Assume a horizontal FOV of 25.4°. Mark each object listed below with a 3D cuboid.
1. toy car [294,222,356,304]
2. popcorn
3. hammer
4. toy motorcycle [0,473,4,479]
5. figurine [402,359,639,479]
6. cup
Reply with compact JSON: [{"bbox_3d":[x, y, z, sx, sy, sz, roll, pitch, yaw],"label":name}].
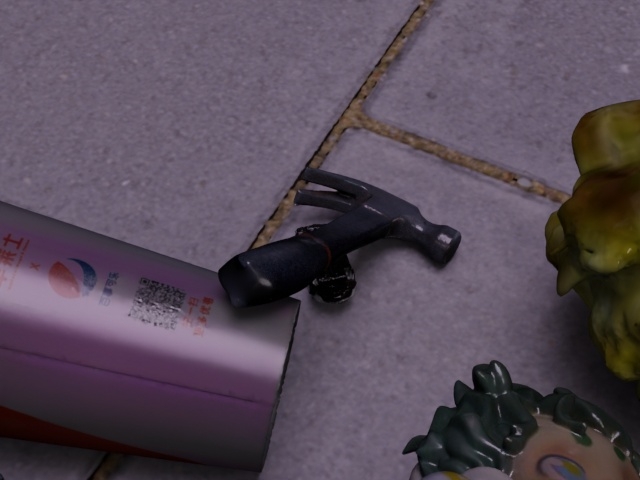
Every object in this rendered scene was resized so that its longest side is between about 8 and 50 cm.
[{"bbox_3d":[0.004,0.021,1.195,0.041,0.025,0.093,-9,46,-7],"label":"toy car"},{"bbox_3d":[0.315,0.006,1.064,0.312,0.312,0.312,1,51,-1],"label":"popcorn"},{"bbox_3d":[0.000,0.000,1.111,0.137,0.037,0.290,29,22,19],"label":"hammer"},{"bbox_3d":[-0.316,0.213,1.010,0.193,0.061,0.124,-19,60,-6],"label":"toy motorcycle"},{"bbox_3d":[0.163,0.229,0.888,0.186,0.261,0.382,-41,30,12],"label":"figurine"},{"bbox_3d":[-0.169,0.078,1.059,0.288,0.203,0.203,12,51,1],"label":"cup"}]
